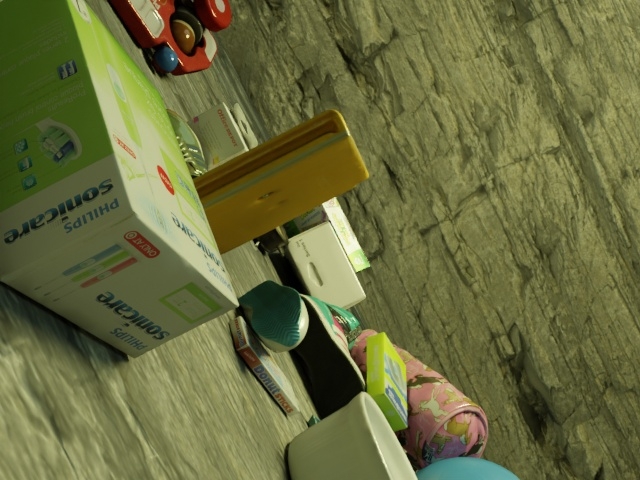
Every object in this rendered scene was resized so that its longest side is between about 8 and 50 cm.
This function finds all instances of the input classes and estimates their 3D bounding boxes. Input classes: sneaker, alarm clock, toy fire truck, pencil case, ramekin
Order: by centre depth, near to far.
[{"bbox_3d":[0.064,0.370,1.184,0.277,0.135,0.277,62,5,-10],"label":"ramekin"},{"bbox_3d":[-0.059,0.128,1.277,0.092,0.087,0.228,60,-7,-16],"label":"sneaker"},{"bbox_3d":[-0.211,-0.117,1.304,0.086,0.064,0.192,-119,-176,-79],"label":"sneaker"},{"bbox_3d":[0.031,0.237,1.629,0.296,0.123,0.178,63,19,12],"label":"sneaker"},{"bbox_3d":[-0.319,-0.460,1.669,0.302,0.169,0.254,59,30,-33],"label":"toy fire truck"},{"bbox_3d":[0.168,0.328,1.714,0.386,0.167,0.160,34,-31,53],"label":"pencil case"},{"bbox_3d":[-0.126,-0.046,1.858,0.129,0.064,0.192,60,9,-29],"label":"alarm clock"}]

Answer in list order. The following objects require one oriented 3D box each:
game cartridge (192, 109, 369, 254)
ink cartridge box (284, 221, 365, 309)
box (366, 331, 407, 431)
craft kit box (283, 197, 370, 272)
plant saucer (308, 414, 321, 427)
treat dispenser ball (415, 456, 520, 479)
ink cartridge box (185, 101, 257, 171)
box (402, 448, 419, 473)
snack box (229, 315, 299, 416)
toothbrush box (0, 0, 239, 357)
[{"bbox_3d":[-0.074,-0.072,1.217,0.053,0.285,0.323,64,4,8],"label":"game cartridge"},{"bbox_3d":[0.005,0.082,2.006,0.201,0.117,0.278,64,-6,5],"label":"ink cartridge box"},{"bbox_3d":[0.125,0.274,1.575,0.109,0.042,0.178,57,23,-33],"label":"box"},{"bbox_3d":[0.000,0.000,2.218,0.250,0.061,0.247,-34,-102,56],"label":"craft kit box"},{"bbox_3d":[0.020,0.362,1.469,0.067,0.018,0.192,66,6,31],"label":"plant saucer"},{"bbox_3d":[0.255,0.527,1.456,0.288,0.288,0.288,62,5,-9],"label":"treat dispenser ball"},{"bbox_3d":[-0.180,-0.159,1.405,0.092,0.143,0.090,64,5,10],"label":"ink cartridge box"},{"bbox_3d":[0.265,0.597,1.854,0.313,0.179,0.343,64,5,2],"label":"box"},{"bbox_3d":[-0.083,0.192,1.253,0.178,0.022,0.064,59,5,-39],"label":"snack box"},{"bbox_3d":[-0.204,-0.064,0.758,0.283,0.122,0.206,67,6,30],"label":"toothbrush box"}]
